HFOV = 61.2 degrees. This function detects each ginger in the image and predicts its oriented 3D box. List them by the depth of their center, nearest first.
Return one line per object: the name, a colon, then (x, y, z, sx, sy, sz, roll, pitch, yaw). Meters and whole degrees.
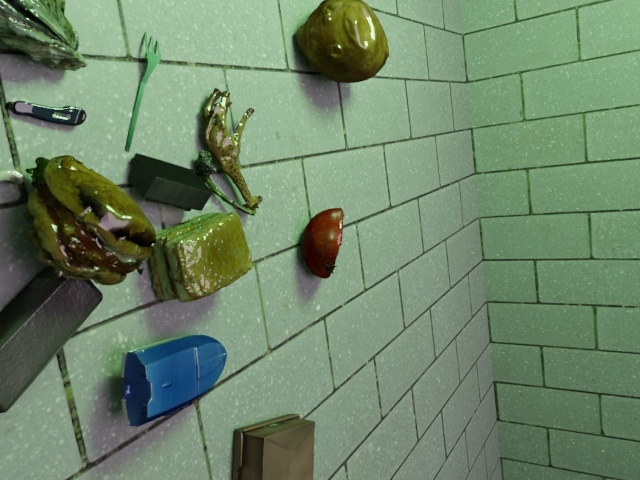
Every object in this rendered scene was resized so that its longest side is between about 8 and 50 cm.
ginger: (0.073, -0.518, 1.451, 0.269, 0.200, 0.223, 55, 44, -40)

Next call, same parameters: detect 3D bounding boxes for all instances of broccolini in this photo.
broccolini: (-0.208, -0.110, 1.150, 0.194, 0.052, 0.054, 54, 12, -43)

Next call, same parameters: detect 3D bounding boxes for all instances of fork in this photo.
fork: (-0.324, -0.274, 0.993, 0.039, 0.021, 0.235, 23, 69, -51)

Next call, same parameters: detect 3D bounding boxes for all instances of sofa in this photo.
sofa: (-0.286, -0.103, 1.017, 0.060, 0.085, 0.147, -53, 151, 16)

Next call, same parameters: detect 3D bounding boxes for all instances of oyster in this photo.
oyster: (-0.443, -0.360, 0.753, 0.198, 0.112, 0.268, -69, 137, -65)

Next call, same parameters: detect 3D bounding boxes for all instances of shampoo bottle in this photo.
shampoo bottle: (-0.425, 0.144, 0.765, 0.079, 0.080, 0.246, 62, 42, -33)

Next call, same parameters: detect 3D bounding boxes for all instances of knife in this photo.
knife: (-0.423, -0.200, 0.841, 0.121, 0.018, 0.031, -1, 96, -56)

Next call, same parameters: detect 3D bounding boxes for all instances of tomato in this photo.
tomato: (0.000, 0.000, 1.420, 0.189, 0.099, 0.173, 110, -13, -53)

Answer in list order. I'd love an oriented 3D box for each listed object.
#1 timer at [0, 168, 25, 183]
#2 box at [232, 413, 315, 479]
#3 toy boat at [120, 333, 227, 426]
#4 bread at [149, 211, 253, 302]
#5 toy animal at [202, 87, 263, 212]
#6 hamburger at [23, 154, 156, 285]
timer: (-0.477, -0.041, 0.663, 0.266, 0.175, 0.175, -83, 150, -44)
box: (-0.104, 0.525, 1.238, 0.215, 0.086, 0.215, 11, 79, -56)
toy boat: (-0.260, 0.245, 1.022, 0.295, 0.088, 0.129, -3, 91, -68)
bread: (-0.231, 0.029, 1.052, 0.196, 0.102, 0.138, -29, 110, -52)
toy animal: (-0.188, -0.189, 1.170, 0.149, 0.054, 0.276, -22, 106, -57)
hamburger: (-0.336, -0.037, 0.817, 0.183, 0.129, 0.206, 40, 18, -56)
